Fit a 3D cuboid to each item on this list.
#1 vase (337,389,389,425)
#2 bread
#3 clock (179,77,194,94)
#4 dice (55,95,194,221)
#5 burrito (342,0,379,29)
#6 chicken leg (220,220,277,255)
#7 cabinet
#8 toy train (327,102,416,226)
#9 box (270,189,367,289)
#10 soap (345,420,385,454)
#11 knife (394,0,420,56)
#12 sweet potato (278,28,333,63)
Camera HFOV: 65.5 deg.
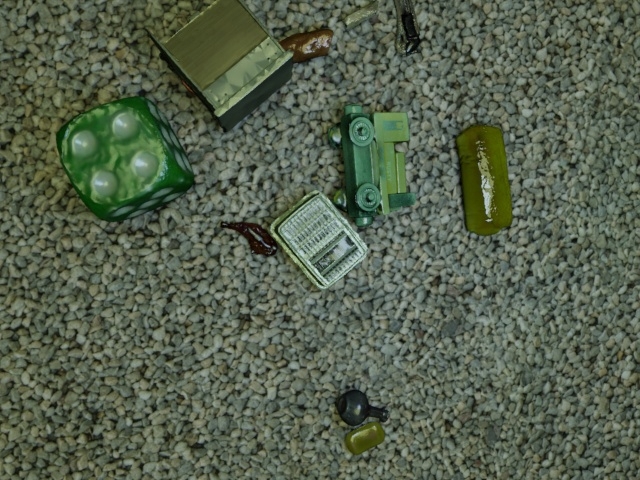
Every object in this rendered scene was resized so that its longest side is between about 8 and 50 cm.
[{"bbox_3d":[0.152,0.581,1.707,0.183,0.120,0.120,19,91,-21],"label":"vase"},{"bbox_3d":[0.570,-0.207,1.707,0.167,0.112,0.382,-8,94,-6],"label":"bread"},{"bbox_3d":[-0.357,-0.560,1.605,0.206,0.051,0.205,0,92,-7],"label":"clock"},{"bbox_3d":[-0.571,-0.239,1.481,0.300,0.287,0.296,-25,93,-4],"label":"dice"},{"bbox_3d":[0.140,-0.754,1.659,0.149,0.041,0.055,-32,83,-4],"label":"burrito"},{"bbox_3d":[-0.232,-0.016,1.655,0.205,0.053,0.093,43,102,-3],"label":"chicken leg"},{"bbox_3d":[-0.290,-0.546,1.477,0.290,0.227,0.318,-42,94,-2],"label":"cabinet"},{"bbox_3d":[0.174,-0.246,1.620,0.254,0.160,0.396,-8,95,-27],"label":"toy train"},{"bbox_3d":[0.000,0.000,1.621,0.221,0.166,0.290,-40,97,-3],"label":"box"},{"bbox_3d":[0.156,0.690,1.740,0.140,0.045,0.088,-24,93,-5],"label":"soap"},{"bbox_3d":[0.271,-0.807,1.672,0.089,0.043,0.364,-12,94,-7],"label":"knife"},{"bbox_3d":[-0.073,-0.619,1.618,0.252,0.097,0.097,-19,95,3],"label":"sweet potato"}]
